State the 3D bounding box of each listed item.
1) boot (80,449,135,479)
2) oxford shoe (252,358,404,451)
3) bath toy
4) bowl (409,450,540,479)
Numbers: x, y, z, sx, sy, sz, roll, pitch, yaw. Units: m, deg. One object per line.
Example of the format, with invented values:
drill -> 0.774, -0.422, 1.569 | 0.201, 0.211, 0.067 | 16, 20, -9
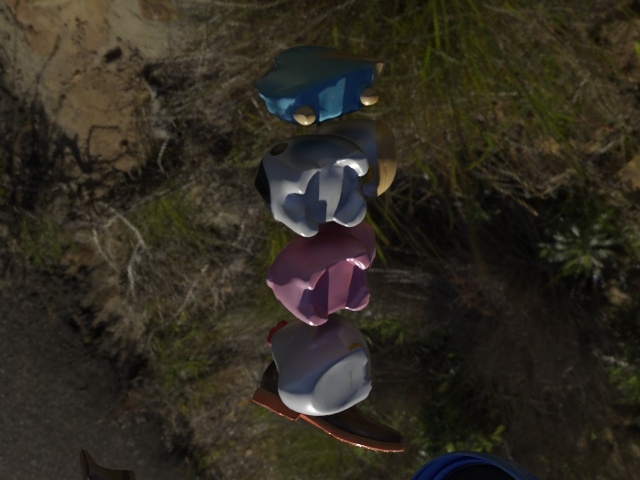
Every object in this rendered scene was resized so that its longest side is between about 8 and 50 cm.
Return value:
boot -> -0.377, 0.424, 1.312 | 0.087, 0.118, 0.042 | -2, 145, -31
oxford shoe -> 0.035, 0.375, 1.668 | 0.130, 0.363, 0.133 | 128, -15, -76
bath toy -> 0.000, 0.000, 0.705 | 0.151, 0.129, 0.348 | -15, 119, -30
bowl -> 0.316, 0.594, 1.394 | 0.077, 0.391, 0.391 | 0, 138, -43
